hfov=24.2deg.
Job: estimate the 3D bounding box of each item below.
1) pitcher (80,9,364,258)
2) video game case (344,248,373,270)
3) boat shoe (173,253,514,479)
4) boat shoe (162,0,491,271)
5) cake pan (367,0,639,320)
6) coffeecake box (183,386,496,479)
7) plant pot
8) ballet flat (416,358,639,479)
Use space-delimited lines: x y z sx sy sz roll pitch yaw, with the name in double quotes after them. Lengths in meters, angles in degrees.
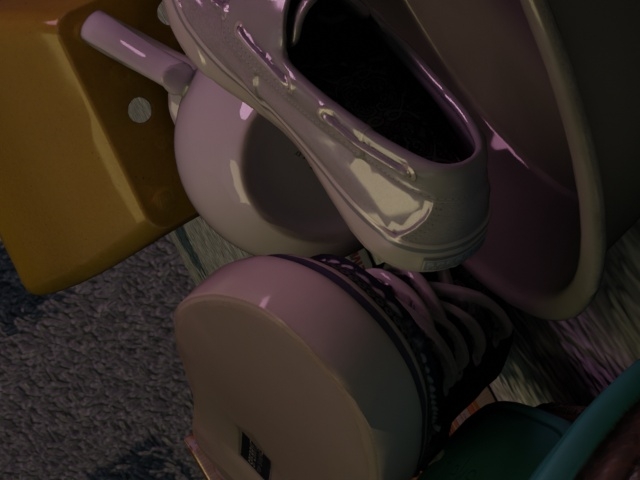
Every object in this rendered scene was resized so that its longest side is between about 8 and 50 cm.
-0.043 -0.069 0.799 0.177 0.125 0.207 24 -174 -17 "pitcher"
0.000 0.000 1.178 0.183 0.023 0.201 65 169 -27 "video game case"
0.026 0.047 0.715 0.127 0.158 0.340 48 163 7 "boat shoe"
-0.002 -0.069 0.540 0.184 0.066 0.063 58 156 31 "boat shoe"
0.038 -0.109 0.557 0.293 0.054 0.293 58 170 16 "cake pan"
0.027 0.147 0.967 0.142 0.185 0.068 61 171 -4 "coffeecake box"
-0.118 -0.098 0.986 0.187 0.212 0.212 2 119 61 "plant pot"
0.132 0.141 0.598 0.182 0.164 0.483 38 174 6 "ballet flat"
